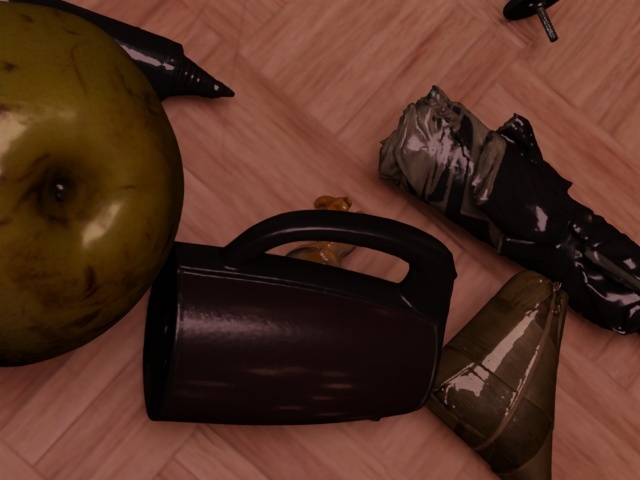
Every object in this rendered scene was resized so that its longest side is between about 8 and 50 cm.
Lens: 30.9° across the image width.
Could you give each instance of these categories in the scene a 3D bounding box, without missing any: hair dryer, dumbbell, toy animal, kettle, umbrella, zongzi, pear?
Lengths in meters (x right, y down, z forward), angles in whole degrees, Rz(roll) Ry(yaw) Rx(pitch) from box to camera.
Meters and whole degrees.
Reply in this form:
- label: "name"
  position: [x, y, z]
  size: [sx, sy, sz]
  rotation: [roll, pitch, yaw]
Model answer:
- label: "hair dryer"
  position: [-0.243, -0.169, 0.992]
  size: [0.352, 0.107, 0.189]
  rotation: [20, 73, -13]
- label: "dumbbell"
  position: [0.200, -0.260, 1.136]
  size: [0.069, 0.069, 0.147]
  rotation: [-19, 79, -18]
- label: "toy animal"
  position: [0.000, 0.000, 1.018]
  size: [0.083, 0.060, 0.081]
  rotation: [-38, 61, -18]
- label: "kettle"
  position: [-0.014, 0.061, 0.938]
  size: [0.232, 0.144, 0.202]
  rotation: [6, 117, -17]
- label: "umbrella"
  position: [0.217, -0.012, 1.049]
  size: [0.358, 0.106, 0.113]
  rotation: [35, 66, -2]
- label: "zongzi"
  position: [0.189, 0.131, 1.007]
  size: [0.176, 0.078, 0.160]
  rotation: [44, 88, -4]
- label: "pear"
  position: [-0.230, -0.038, 0.849]
  size: [0.283, 0.283, 0.283]
  rotation: [4, 73, -13]
